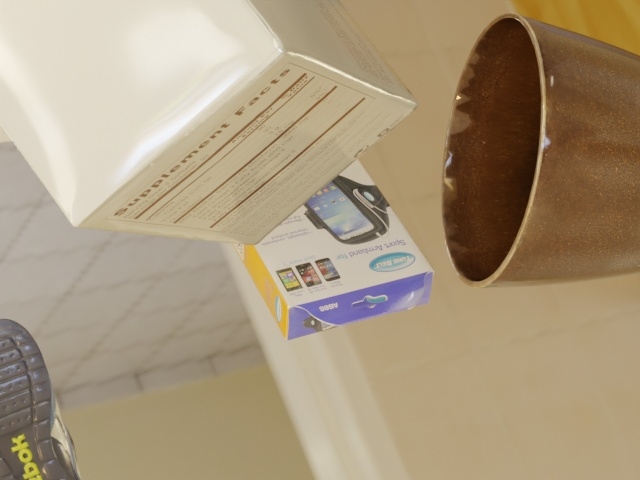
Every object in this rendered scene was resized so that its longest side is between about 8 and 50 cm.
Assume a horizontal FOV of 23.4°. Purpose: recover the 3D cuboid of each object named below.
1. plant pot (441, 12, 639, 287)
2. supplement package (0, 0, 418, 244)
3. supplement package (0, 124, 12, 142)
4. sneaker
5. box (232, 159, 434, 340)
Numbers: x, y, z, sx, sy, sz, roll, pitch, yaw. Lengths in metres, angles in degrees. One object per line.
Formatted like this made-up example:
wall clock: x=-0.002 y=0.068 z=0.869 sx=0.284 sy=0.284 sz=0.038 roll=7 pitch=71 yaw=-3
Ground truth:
plant pot: x=0.240 y=-0.057 z=1.230 sx=0.230 sy=0.215 sz=0.215 roll=7 pitch=154 yaw=-15
supplement package: x=-0.050 y=-0.071 z=0.633 sx=0.105 sy=0.105 sz=0.179 roll=-39 pitch=166 yaw=14
supplement package: x=-0.219 y=-0.241 z=1.545 sx=0.263 sy=0.199 sz=0.198 roll=-6 pitch=127 yaw=-1
sneaker: x=-0.174 y=0.111 z=0.901 sx=0.053 sy=0.144 sz=0.059 roll=-15 pitch=-164 yaw=-6
box: x=0.000 y=0.000 z=0.803 sx=0.081 sy=0.136 sz=0.028 roll=-13 pitch=137 yaw=-19
